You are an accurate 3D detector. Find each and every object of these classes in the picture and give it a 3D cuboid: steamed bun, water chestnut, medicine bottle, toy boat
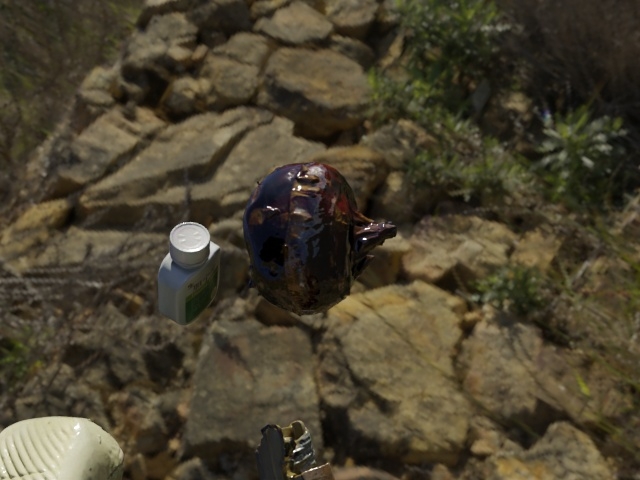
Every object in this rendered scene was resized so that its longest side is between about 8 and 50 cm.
[{"bbox_3d":[-0.319,0.330,1.068,0.170,0.152,0.238,-12,44,26],"label":"steamed bun"},{"bbox_3d":[0.000,0.000,1.725,0.300,0.300,0.300,-58,7,11],"label":"water chestnut"},{"bbox_3d":[-0.219,0.052,1.536,0.119,0.069,0.183,-47,-22,-36],"label":"medicine bottle"},{"bbox_3d":[-0.005,0.577,1.840,0.162,0.445,0.136,-24,-16,26],"label":"toy boat"}]
